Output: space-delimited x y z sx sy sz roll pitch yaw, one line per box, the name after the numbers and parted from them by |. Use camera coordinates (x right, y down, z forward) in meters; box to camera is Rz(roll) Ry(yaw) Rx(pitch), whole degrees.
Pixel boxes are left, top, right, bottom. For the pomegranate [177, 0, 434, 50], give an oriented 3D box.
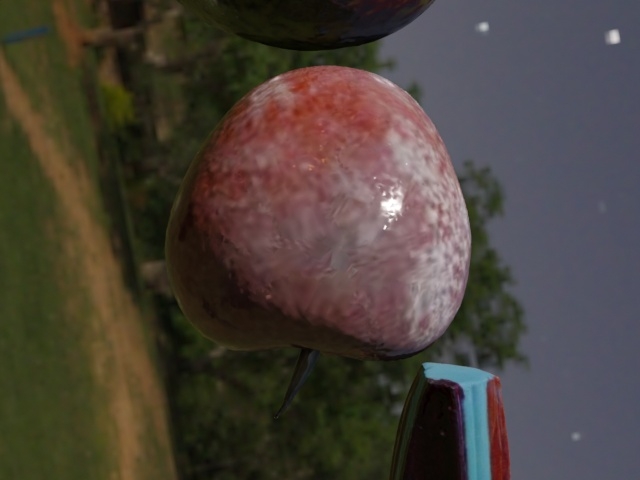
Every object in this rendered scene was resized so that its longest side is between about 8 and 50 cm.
-0.006 -0.233 0.969 0.214 0.214 0.248 -108 -158 -45 | pomegranate

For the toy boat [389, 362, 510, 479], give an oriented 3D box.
0.121 0.321 1.716 0.079 0.136 0.392 -19 115 -63 | toy boat

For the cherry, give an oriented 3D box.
0.000 0.000 1.312 0.213 0.236 0.285 156 -52 -77 | cherry
